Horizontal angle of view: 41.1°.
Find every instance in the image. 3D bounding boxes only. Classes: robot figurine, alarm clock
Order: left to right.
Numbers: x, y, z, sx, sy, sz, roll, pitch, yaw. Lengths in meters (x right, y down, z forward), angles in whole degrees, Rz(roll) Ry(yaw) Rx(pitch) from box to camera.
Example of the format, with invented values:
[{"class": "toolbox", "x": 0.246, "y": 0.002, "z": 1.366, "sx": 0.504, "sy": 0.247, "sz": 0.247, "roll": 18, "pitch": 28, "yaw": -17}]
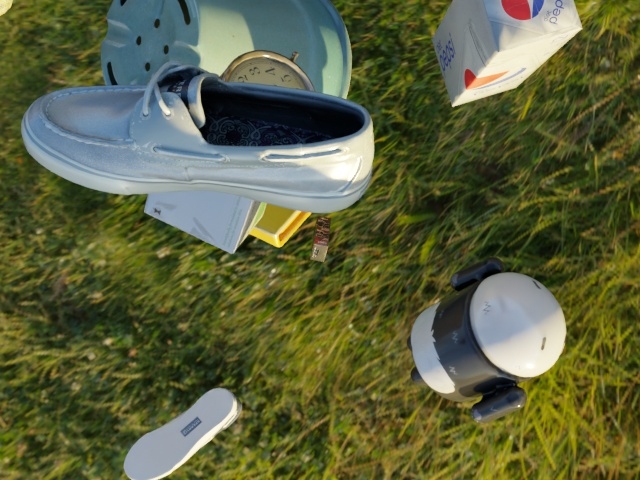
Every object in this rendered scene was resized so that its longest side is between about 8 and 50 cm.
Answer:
[{"class": "alarm clock", "x": -0.086, "y": -0.157, "z": 1.038, "sx": 0.064, "sy": 0.192, "sz": 0.129, "roll": -28, "pitch": 86, "yaw": 55}, {"class": "robot figurine", "x": 0.259, "y": 0.158, "z": 1.358, "sx": 0.209, "sy": 0.174, "sz": 0.278, "roll": 54, "pitch": 139, "yaw": 0}]

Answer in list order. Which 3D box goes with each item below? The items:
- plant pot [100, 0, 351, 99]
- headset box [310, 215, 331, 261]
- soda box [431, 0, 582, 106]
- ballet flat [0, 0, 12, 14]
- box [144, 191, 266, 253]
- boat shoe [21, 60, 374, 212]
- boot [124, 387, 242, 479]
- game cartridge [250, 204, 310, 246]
[{"class": "plant pot", "x": -0.178, "y": -0.319, "z": 1.512, "sx": 0.341, "sy": 0.334, "sz": 0.341, "roll": 1, "pitch": 91, "yaw": 38}, {"class": "headset box", "x": 0.000, "y": 0.000, "z": 1.825, "sx": 0.032, "sy": 0.083, "sz": 0.062, "roll": 10, "pitch": 146, "yaw": -3}, {"class": "soda box", "x": 0.201, "y": -0.234, "z": 0.975, "sx": 0.091, "sy": 0.286, "sz": 0.098, "roll": -17, "pitch": 89, "yaw": -1}, {"class": "ballet flat", "x": -0.657, "y": -0.434, "z": 1.557, "sx": 0.349, "sy": 0.123, "sz": 0.123, "roll": 8, "pitch": 110, "yaw": 48}, {"class": "box", "x": -0.099, "y": -0.064, "z": 0.821, "sx": 0.102, "sy": 0.087, "sz": 0.101, "roll": 26, "pitch": 123, "yaw": 4}, {"class": "boat shoe", "x": -0.076, "y": -0.076, "z": 0.540, "sx": 0.228, "sy": 0.079, "sz": 0.081, "roll": 8, "pitch": 143, "yaw": -2}, {"class": "boot", "x": -0.198, "y": 0.294, "z": 1.270, "sx": 0.190, "sy": 0.086, "sz": 0.069, "roll": -35, "pitch": 72, "yaw": -5}, {"class": "game cartridge", "x": -0.132, "y": -0.145, "z": 1.754, "sx": 0.324, "sy": 0.285, "sz": 0.052, "roll": 23, "pitch": 147, "yaw": 29}]
